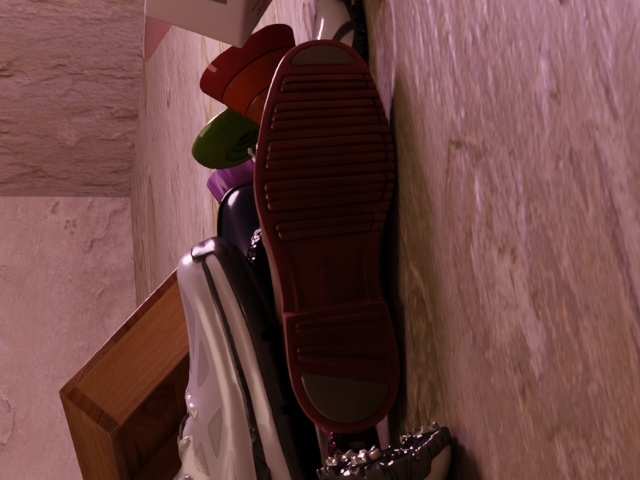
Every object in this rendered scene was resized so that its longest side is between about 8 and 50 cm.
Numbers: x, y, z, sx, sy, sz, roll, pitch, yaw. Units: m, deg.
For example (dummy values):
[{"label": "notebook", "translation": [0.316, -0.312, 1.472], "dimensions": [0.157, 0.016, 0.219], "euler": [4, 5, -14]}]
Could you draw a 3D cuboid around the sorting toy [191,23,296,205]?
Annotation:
[{"label": "sorting toy", "translation": [-0.062, -0.100, 2.142], "dimensions": [0.126, 0.127, 0.365], "euler": [54, 160, 18]}]

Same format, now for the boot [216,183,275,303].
[{"label": "boot", "translation": [-0.047, 0.020, 1.967], "dimensions": [0.207, 0.094, 0.246], "euler": [105, 156, -67]}]

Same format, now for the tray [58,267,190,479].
[{"label": "tray", "translation": [-0.165, 0.175, 1.960], "dimensions": [0.203, 0.076, 0.411], "euler": [-47, -14, -20]}]

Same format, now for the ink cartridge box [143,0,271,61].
[{"label": "ink cartridge box", "translation": [-0.088, -0.350, 1.940], "dimensions": [0.353, 0.119, 0.207], "euler": [100, -167, -48]}]

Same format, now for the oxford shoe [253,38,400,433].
[{"label": "oxford shoe", "translation": [0.000, 0.000, 1.651], "dimensions": [0.130, 0.123, 0.348], "euler": [114, 156, -79]}]

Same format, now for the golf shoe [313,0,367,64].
[{"label": "golf shoe", "translation": [-0.005, -0.145, 1.753], "dimensions": [0.077, 0.094, 0.198], "euler": [116, 153, -70]}]

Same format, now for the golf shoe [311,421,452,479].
[{"label": "golf shoe", "translation": [0.058, 0.213, 1.444], "dimensions": [0.273, 0.105, 0.120], "euler": [106, 146, -75]}]

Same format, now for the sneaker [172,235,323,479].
[{"label": "sneaker", "translation": [-0.125, 0.234, 1.669], "dimensions": [0.169, 0.257, 0.447], "euler": [28, -133, -82]}]

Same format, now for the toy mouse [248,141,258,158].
[{"label": "toy mouse", "translation": [-0.017, -0.071, 1.811], "dimensions": [0.031, 0.161, 0.143], "euler": [-31, 41, 23]}]

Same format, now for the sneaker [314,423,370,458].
[{"label": "sneaker", "translation": [0.022, 0.161, 1.747], "dimensions": [0.119, 0.047, 0.057], "euler": [-124, 41, -59]}]
